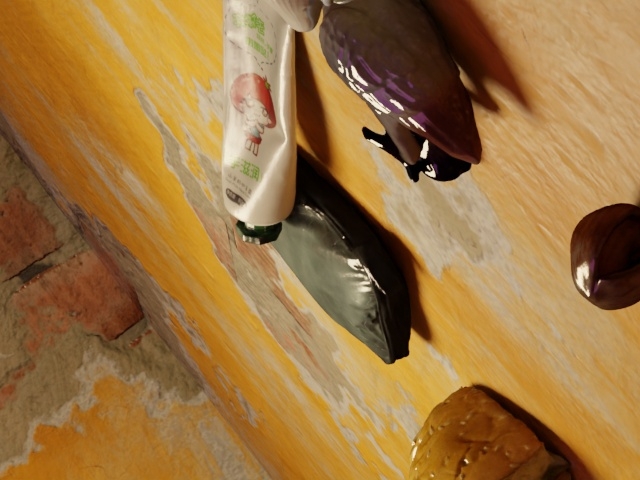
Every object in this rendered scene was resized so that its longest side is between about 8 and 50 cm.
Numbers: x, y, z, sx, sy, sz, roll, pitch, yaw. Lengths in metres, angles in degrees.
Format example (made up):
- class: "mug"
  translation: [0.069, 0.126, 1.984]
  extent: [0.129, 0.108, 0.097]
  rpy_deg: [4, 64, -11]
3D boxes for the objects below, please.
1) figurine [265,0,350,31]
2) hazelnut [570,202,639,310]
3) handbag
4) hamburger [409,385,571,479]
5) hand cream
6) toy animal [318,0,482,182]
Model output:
- class: "figurine"
  translation: [0.014, -0.248, 1.316]
  extent: [0.128, 0.184, 0.208]
  rpy_deg: [40, 122, 26]
- class: "hazelnut"
  translation: [0.221, 0.013, 1.315]
  extent: [0.086, 0.086, 0.086]
  rpy_deg: [51, 165, 20]
- class: "handbag"
  translation: [0.002, 0.002, 2.023]
  extent: [0.332, 0.075, 0.191]
  rpy_deg: [48, 161, 39]
- class: "hamburger"
  translation: [0.158, 0.238, 1.888]
  extent: [0.208, 0.155, 0.135]
  rpy_deg: [51, 162, 47]
- class: "hand cream"
  translation: [-0.066, -0.138, 1.867]
  extent: [0.121, 0.076, 0.336]
  rpy_deg: [39, 143, 36]
- class: "toy animal"
  translation: [0.043, -0.168, 1.463]
  extent: [0.324, 0.090, 0.195]
  rpy_deg: [61, 165, -25]
